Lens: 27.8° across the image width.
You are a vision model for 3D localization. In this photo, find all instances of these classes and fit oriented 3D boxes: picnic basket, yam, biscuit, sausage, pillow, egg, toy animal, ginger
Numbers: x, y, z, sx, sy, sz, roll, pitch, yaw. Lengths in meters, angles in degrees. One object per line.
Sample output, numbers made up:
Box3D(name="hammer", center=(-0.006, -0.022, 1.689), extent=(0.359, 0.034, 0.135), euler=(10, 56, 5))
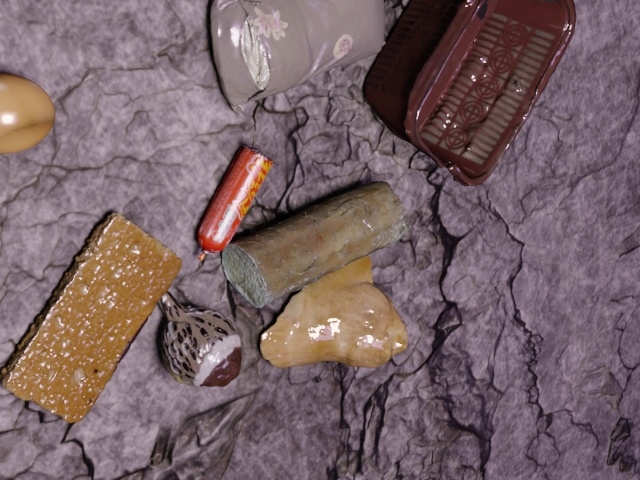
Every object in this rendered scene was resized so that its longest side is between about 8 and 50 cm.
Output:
Box3D(name="picnic basket", center=(0.185, -0.235, 1.648), extent=(0.222, 0.129, 0.297), euler=(36, 84, -47))
Box3D(name="yam", center=(0.000, 0.000, 1.609), extent=(0.259, 0.093, 0.093), euler=(-25, 124, -34))
Box3D(name="biscuit", center=(-0.256, 0.088, 1.455), extent=(0.231, 0.025, 0.131), euler=(-57, 135, -7))
Box3D(name="sausage", center=(-0.107, -0.041, 1.522), extent=(0.145, 0.048, 0.050), euler=(-61, 174, -2))
Box3D(name="pillow", center=(-0.017, -0.252, 1.503), extent=(0.255, 0.059, 0.169), euler=(-28, 123, -30))
Box3D(name="egg", center=(-0.305, -0.125, 1.273), extent=(0.096, 0.080, 0.080), euler=(-8, 114, -37))
Box3D(name="toy animal", center=(-0.144, 0.116, 1.524), extent=(0.098, 0.098, 0.137), euler=(-40, 125, -23))
Box3D(name="ginger", center=(0.022, 0.127, 1.675), extent=(0.193, 0.122, 0.115), euler=(-31, 147, -23))
